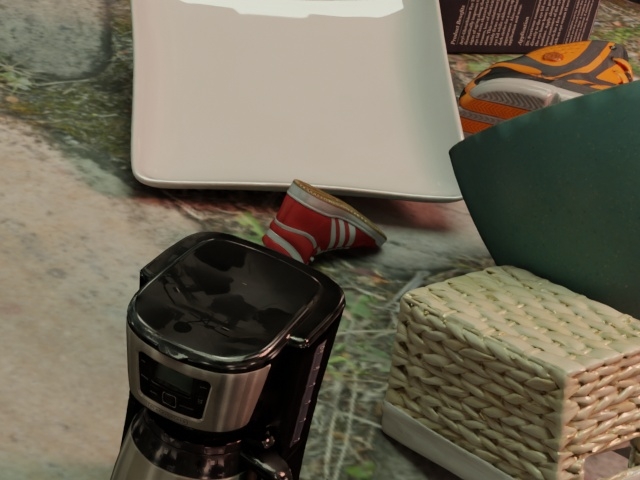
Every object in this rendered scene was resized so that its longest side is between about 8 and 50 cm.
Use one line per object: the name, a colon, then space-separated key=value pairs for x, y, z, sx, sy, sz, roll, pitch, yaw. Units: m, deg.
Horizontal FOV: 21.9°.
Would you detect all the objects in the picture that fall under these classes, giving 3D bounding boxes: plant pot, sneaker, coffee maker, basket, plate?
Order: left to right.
coffee maker: x=-0.060 y=0.089 z=0.937 sx=0.120 sy=0.178 sz=0.171 roll=12 pitch=29 yaw=-4
plate: x=-0.025 y=-0.136 z=1.403 sx=0.277 sy=0.045 sz=0.278 roll=2 pitch=51 yaw=-10
sneaker: x=0.000 y=0.000 z=1.266 sx=0.042 sy=0.067 sz=0.118 roll=37 pitch=7 yaw=39
basket: x=0.131 y=0.092 z=1.047 sx=0.113 sy=0.103 sz=0.167 roll=-14 pitch=25 yaw=-35
sneaker: x=0.289 y=-0.108 z=1.475 sx=0.321 sy=0.124 sz=0.180 roll=19 pitch=31 yaw=10
plant pot: x=0.252 y=-0.002 z=1.152 sx=0.290 sy=0.195 sz=0.290 roll=-12 pitch=-5 yaw=-1

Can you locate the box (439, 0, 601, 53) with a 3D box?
box: x=0.171 y=-0.276 z=1.735 sx=0.207 sy=0.108 sz=0.153 roll=-3 pitch=33 yaw=-25
